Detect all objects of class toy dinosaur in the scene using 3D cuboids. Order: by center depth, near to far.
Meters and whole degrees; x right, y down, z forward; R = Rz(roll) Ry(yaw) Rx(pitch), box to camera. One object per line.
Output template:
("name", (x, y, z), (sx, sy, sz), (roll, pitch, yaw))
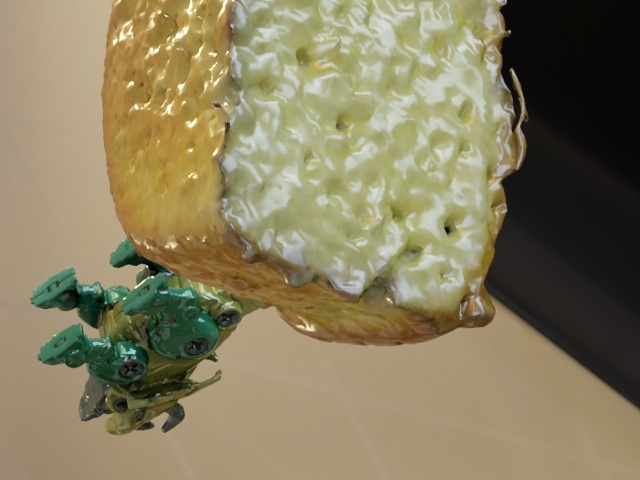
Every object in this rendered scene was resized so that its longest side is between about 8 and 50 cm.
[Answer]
("toy dinosaur", (-0.098, 0.052, 1.061), (0.259, 0.094, 0.153), (-37, -45, 17))

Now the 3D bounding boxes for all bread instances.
("bread", (-0.014, -0.069, 0.574), (0.139, 0.143, 0.229), (-21, 60, 48))
